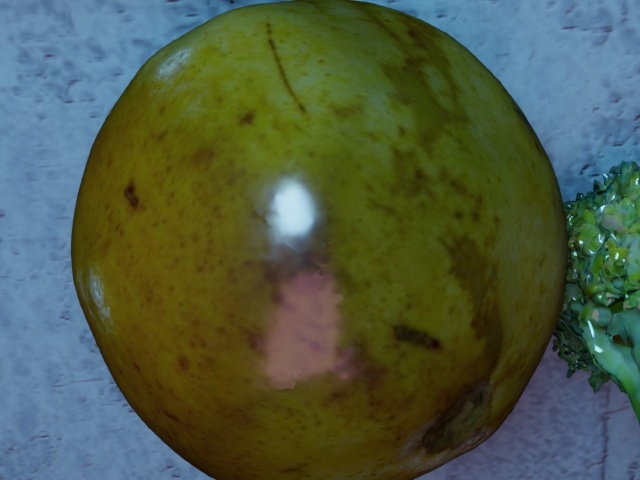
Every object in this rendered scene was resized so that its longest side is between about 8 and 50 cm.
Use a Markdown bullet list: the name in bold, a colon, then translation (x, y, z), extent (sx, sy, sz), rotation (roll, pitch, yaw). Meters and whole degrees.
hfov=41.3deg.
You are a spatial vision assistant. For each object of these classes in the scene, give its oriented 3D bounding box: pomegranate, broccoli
- **pomegranate**: translation (0.000, 0.000, 0.453), extent (0.264, 0.264, 0.264), rotation (1, 125, 1)
- **broccoli**: translation (0.221, 0.054, 0.511), extent (0.194, 0.194, 0.220), rotation (27, 127, -17)
